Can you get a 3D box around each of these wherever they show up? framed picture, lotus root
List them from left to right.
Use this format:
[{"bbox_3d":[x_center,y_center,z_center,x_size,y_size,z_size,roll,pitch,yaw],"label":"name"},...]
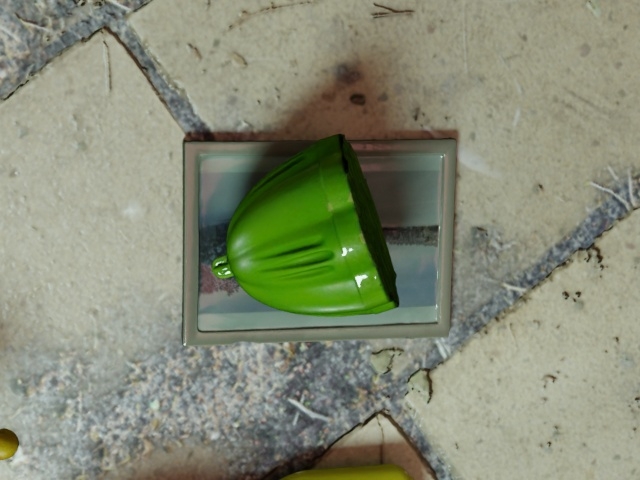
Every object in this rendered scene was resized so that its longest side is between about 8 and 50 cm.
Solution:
[{"bbox_3d":[-0.027,0.003,1.507,0.186,0.186,0.186,-2,99,-16],"label":"lotus root"},{"bbox_3d":[0.000,0.000,1.597,0.289,0.016,0.213,-1,99,-16],"label":"framed picture"}]

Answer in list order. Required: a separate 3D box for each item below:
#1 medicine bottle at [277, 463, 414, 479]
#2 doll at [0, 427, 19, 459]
[{"bbox_3d":[-0.050,0.293,1.598,0.309,0.076,0.111,-2,101,-14],"label":"medicine bottle"},{"bbox_3d":[-0.428,0.229,1.441,0.166,0.162,0.269,34,99,-32],"label":"doll"}]
